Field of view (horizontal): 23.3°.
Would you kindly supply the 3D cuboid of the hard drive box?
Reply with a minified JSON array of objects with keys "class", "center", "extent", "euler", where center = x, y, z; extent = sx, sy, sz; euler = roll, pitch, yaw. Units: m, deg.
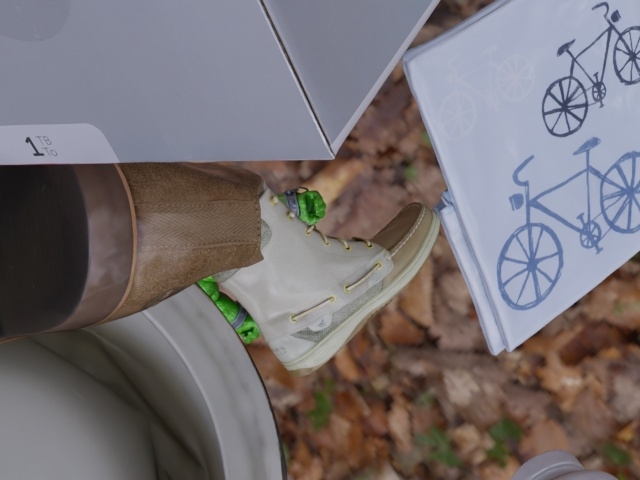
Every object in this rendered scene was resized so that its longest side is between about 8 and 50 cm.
[{"class":"hard drive box","center":[-0.034,-0.134,0.577],"extent":[0.232,0.181,0.089],"euler":[-56,133,-37]}]

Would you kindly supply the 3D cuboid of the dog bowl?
[{"class":"dog bowl","center":[-0.228,0.180,0.989],"extent":[0.408,0.408,0.150],"euler":[-19,161,-12]}]

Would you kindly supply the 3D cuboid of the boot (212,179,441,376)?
[{"class":"boot","center":[0.000,0.000,1.454],"extent":[0.213,0.077,0.165],"euler":[-45,106,-17]}]

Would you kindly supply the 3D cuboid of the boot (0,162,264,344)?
[{"class":"boot","center":[-0.142,0.003,0.764],"extent":[0.115,0.305,0.112],"euler":[-6,93,-39]}]

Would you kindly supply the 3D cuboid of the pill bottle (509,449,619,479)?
[{"class":"pill bottle","center":[0.301,0.350,1.680],"extent":[0.146,0.264,0.146],"euler":[-14,132,-16]}]

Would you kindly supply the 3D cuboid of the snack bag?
[{"class":"snack bag","center":[0.235,-0.105,1.562],"extent":[0.323,0.037,0.342],"euler":[-35,116,-26]}]

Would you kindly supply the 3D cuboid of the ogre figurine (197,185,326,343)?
[{"class":"ogre figurine","center":[-0.082,0.019,1.711],"extent":[0.118,0.097,0.197],"euler":[15,138,-26]}]
